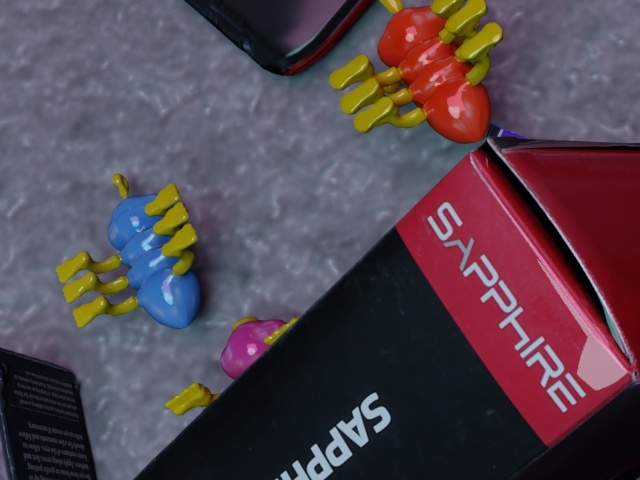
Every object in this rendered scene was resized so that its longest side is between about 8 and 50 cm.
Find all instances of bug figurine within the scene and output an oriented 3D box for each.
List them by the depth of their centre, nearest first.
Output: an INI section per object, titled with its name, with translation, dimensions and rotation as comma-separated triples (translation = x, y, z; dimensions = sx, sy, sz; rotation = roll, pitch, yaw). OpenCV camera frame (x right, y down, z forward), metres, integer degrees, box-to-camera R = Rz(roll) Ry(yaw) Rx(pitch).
[bug figurine]
translation = 0.000, 0.000, 0.742
dimensions = 0.279, 0.072, 0.216
rotation = -32, 59, 17

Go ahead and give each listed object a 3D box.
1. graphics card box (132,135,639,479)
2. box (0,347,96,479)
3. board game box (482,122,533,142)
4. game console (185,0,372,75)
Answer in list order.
[graphics card box]
translation = 0.021, 0.110, 0.574
dimensions = 0.371, 0.233, 0.094
rotation = -44, 69, 29
[box]
translation = -0.200, 0.179, 0.755
dimensions = 0.153, 0.108, 0.207
rotation = -17, 74, 11
[board game box]
translation = 0.112, 0.055, 0.733
dimensions = 0.136, 0.035, 0.201
rotation = 23, 84, 20
[game console]
translation = -0.039, -0.334, 0.856
dimensions = 0.386, 0.060, 0.342
rotation = 42, 91, 21
